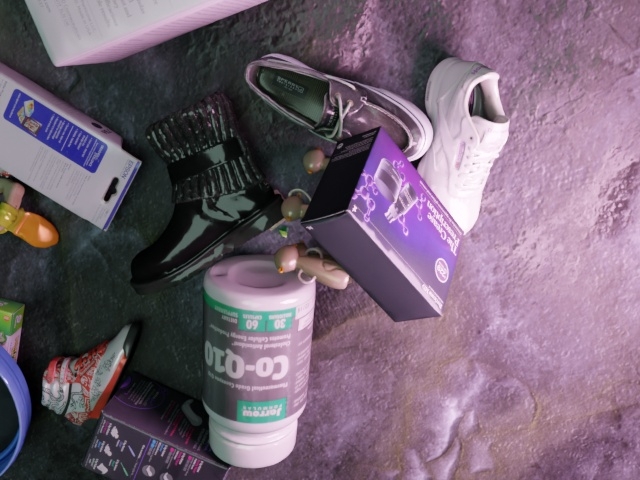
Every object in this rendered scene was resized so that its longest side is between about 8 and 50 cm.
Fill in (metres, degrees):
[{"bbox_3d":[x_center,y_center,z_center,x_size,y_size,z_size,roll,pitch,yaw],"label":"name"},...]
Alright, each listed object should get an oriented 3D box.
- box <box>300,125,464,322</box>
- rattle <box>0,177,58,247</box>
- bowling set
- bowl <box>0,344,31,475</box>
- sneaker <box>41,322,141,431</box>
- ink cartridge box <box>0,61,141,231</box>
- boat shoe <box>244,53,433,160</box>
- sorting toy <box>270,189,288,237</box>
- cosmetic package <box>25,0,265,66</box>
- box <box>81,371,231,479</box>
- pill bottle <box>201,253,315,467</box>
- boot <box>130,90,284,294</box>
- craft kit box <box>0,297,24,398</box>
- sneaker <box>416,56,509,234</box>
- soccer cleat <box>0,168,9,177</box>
[{"bbox_3d":[0.109,-0.020,1.078,0.103,0.184,0.261,-12,133,43],"label":"box"},{"bbox_3d":[-0.637,-0.046,1.328,0.199,0.142,0.130,-9,76,25],"label":"rattle"},{"bbox_3d":[0.000,0.000,1.201,0.154,0.287,0.200,19,142,7],"label":"bowling set"},{"bbox_3d":[-0.782,0.331,1.383,0.390,0.077,0.391,2,108,5],"label":"bowl"},{"bbox_3d":[-0.476,0.258,1.374,0.145,0.090,0.270,27,111,-5],"label":"sneaker"},{"bbox_3d":[-0.497,-0.173,1.255,0.332,0.065,0.165,33,108,-3],"label":"ink cartridge box"},{"bbox_3d":[0.020,-0.212,1.127,0.335,0.119,0.121,23,115,11],"label":"boat shoe"},{"bbox_3d":[-0.080,-0.047,1.274,0.062,0.012,0.083,-38,100,15],"label":"sorting toy"},{"bbox_3d":[-0.206,-0.428,1.055,0.453,0.230,0.162,-18,104,10],"label":"cosmetic package"},{"bbox_3d":[-0.310,0.411,1.364,0.270,0.165,0.143,24,109,-1],"label":"box"},{"bbox_3d":[-0.120,0.225,1.260,0.204,0.204,0.361,6,112,4],"label":"pill bottle"},{"bbox_3d":[-0.255,-0.082,1.220,0.347,0.131,0.260,-31,105,8],"label":"boot"},{"bbox_3d":[-0.762,0.216,1.412,0.249,0.061,0.247,17,111,1],"label":"craft kit box"},{"bbox_3d":[0.240,-0.147,1.129,0.114,0.152,0.305,-11,110,-23],"label":"sneaker"},{"bbox_3d":[-0.612,-0.144,1.294,0.083,0.029,0.036,11,113,7],"label":"soccer cleat"}]
